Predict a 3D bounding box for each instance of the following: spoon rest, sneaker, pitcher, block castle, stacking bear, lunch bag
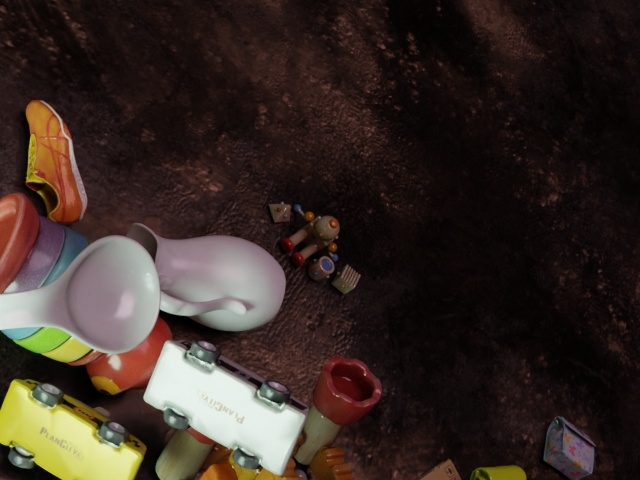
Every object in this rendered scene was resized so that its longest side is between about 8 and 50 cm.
[{"bbox_3d":[-0.285,0.069,1.625,0.276,0.084,0.137,-8,95,-44],"label":"spoon rest"},{"bbox_3d":[-0.355,-0.104,1.881,0.067,0.064,0.175,-11,72,-31],"label":"sneaker"},{"bbox_3d":[-0.146,0.062,1.896,0.207,0.125,0.178,15,23,-29],"label":"pitcher"},{"bbox_3d":[0.016,0.349,1.745,0.303,0.213,0.453,-1,47,-38],"label":"block castle"},{"bbox_3d":[-0.303,0.086,1.769,0.289,0.175,0.164,40,56,-28],"label":"stacking bear"},{"bbox_3d":[0.391,0.321,2.258,0.071,0.053,0.083,38,41,-19],"label":"lunch bag"}]

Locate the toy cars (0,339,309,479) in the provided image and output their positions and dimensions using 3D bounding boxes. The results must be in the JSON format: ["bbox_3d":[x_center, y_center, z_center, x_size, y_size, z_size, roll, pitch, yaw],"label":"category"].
[{"bbox_3d":[-0.191,0.208,1.678,0.087,0.393,0.177,-18,93,-70],"label":"toy cars"}]

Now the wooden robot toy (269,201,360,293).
[{"bbox_3d":[0.000,0.000,2.094,0.173,0.079,0.076,53,47,-4],"label":"wooden robot toy"}]

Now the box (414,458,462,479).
[{"bbox_3d":[0.178,0.432,2.054,0.164,0.021,0.201,-25,85,-43],"label":"box"}]

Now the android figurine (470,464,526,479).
[{"bbox_3d":[0.289,0.447,2.086,0.272,0.056,0.248,6,62,-41],"label":"android figurine"}]
